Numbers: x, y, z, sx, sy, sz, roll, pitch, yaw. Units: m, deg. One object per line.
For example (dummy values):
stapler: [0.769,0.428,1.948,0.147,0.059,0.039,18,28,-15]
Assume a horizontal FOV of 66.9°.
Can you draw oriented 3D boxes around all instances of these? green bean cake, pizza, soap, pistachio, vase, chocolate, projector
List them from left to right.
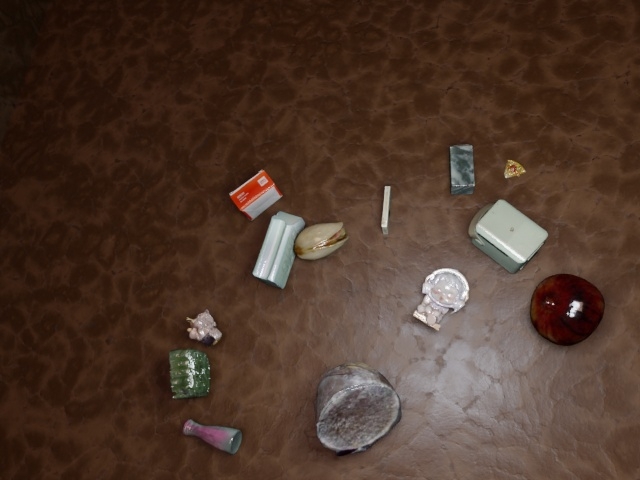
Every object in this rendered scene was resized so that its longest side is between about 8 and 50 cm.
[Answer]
green bean cake: [-0.483,0.495,1.807,0.094,0.173,0.182,-11,70,7]
vase: [-0.400,0.711,1.774,0.214,0.086,0.086,8,75,20]
soap: [-0.156,0.031,1.881,0.095,0.173,0.290,14,76,15]
pistachio: [0.000,0.000,1.876,0.215,0.144,0.144,-24,69,5]
chocolate: [0.097,0.531,1.628,0.303,0.303,0.213,-34,30,1]
projector: [0.653,-0.019,1.715,0.242,0.177,0.163,41,83,19]
pizza: [0.738,-0.269,1.854,0.083,0.025,0.078,39,82,20]

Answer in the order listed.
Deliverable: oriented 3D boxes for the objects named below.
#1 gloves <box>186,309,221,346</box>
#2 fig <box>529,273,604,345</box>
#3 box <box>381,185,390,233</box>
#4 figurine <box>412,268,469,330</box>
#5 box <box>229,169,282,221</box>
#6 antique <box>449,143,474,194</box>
gloves: [-0.452,0.345,1.892,0.110,0.094,0.144,-29,90,27]
fig: [0.811,0.227,1.586,0.214,0.235,0.235,44,85,-17]
box: [0.257,-0.117,1.879,0.024,0.090,0.167,4,73,13]
figurine: [0.428,0.198,1.714,0.162,0.141,0.237,36,83,15]
box: [-0.265,-0.185,1.995,0.182,0.133,0.099,-39,67,0]
antique: [0.544,-0.278,1.868,0.086,0.088,0.183,-1,72,12]
